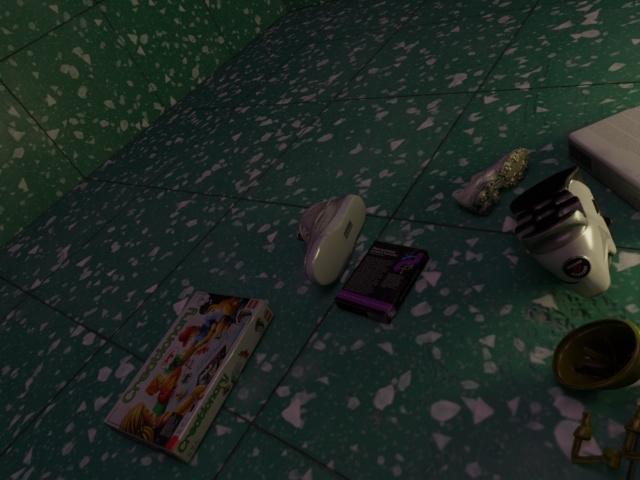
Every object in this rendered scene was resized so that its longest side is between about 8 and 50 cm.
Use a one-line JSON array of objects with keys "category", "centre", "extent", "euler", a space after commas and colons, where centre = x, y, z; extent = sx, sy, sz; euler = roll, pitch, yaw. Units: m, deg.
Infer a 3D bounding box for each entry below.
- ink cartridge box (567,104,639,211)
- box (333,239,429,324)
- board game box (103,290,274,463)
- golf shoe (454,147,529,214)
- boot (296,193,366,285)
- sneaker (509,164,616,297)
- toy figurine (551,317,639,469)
[{"category": "ink cartridge box", "centre": [0.612, -0.153, 0.800], "extent": [0.238, 0.060, 0.275], "euler": [-23, 37, 6]}, {"category": "box", "centre": [0.115, 0.072, 0.873], "extent": [0.116, 0.029, 0.162], "euler": [13, 54, 40]}, {"category": "board game box", "centre": [-0.239, 0.235, 0.882], "extent": [0.192, 0.053, 0.305], "euler": [1, 46, 34]}, {"category": "golf shoe", "centre": [0.340, -0.128, 0.938], "extent": [0.176, 0.069, 0.086], "euler": [-40, 33, -16]}, {"category": "boot", "centre": [0.000, 0.000, 0.991], "extent": [0.123, 0.095, 0.258], "euler": [-7, 33, 34]}, {"category": "sneaker", "centre": [0.390, -0.016, 0.751], "extent": [0.122, 0.146, 0.330], "euler": [-34, 6, 35]}, {"category": "toy figurine", "centre": [0.464, 0.149, 0.490], "extent": [0.362, 0.217, 0.192], "euler": [128, 153, -53]}]
